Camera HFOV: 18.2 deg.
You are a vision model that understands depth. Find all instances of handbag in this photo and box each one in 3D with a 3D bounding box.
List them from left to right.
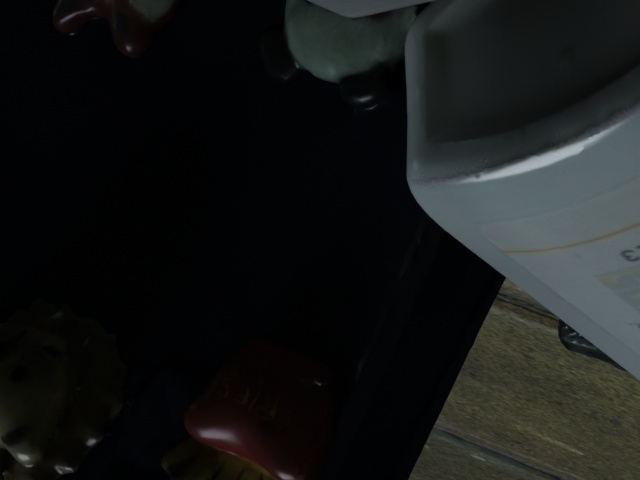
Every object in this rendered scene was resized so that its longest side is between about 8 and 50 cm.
[{"bbox_3d":[-0.071,-0.006,0.919,0.303,0.329,0.122,17,161,32],"label":"handbag"}]

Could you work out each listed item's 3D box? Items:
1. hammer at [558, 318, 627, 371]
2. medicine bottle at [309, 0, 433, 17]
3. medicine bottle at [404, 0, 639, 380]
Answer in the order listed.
[{"bbox_3d":[0.158,0.002,1.169,0.111,0.043,0.365,19,165,28],"label":"hammer"},{"bbox_3d":[-0.001,-0.149,0.737,0.132,0.088,0.188,33,166,-24],"label":"medicine bottle"},{"bbox_3d":[0.188,-0.008,0.819,0.179,0.124,0.324,-27,135,31],"label":"medicine bottle"}]
